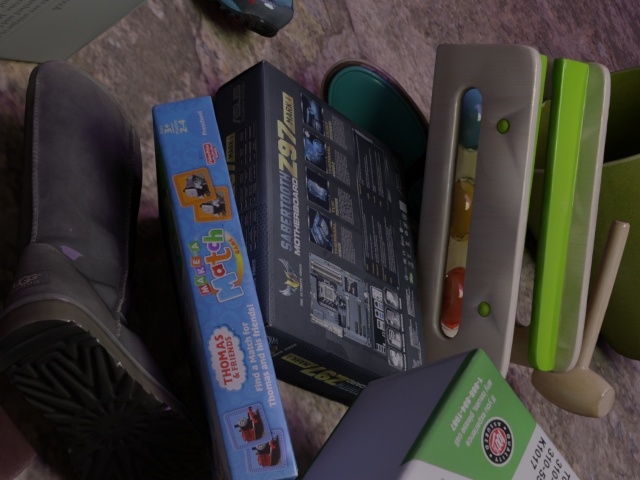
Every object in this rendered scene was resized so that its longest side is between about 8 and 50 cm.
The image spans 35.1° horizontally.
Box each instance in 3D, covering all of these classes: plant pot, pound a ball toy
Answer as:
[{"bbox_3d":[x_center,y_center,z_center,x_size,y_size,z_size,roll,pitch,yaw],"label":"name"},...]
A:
[{"bbox_3d":[0.373,-0.017,1.183,0.294,0.274,0.275,68,29,-22],"label":"plant pot"},{"bbox_3d":[0.171,0.000,0.895,0.208,0.135,0.319,-1,99,-47],"label":"pound a ball toy"}]

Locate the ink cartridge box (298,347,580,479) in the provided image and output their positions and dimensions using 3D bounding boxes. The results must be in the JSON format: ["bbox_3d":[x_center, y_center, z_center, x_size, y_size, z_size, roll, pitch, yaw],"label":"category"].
[{"bbox_3d":[0.100,0.241,0.619,0.278,0.117,0.201,52,45,-11],"label":"ink cartridge box"}]

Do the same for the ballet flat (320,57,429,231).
[{"bbox_3d":[0.081,-0.071,0.952,0.248,0.086,0.086,52,33,-19],"label":"ballet flat"}]

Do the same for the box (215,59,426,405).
[{"bbox_3d":[0.000,0.000,0.786,0.183,0.059,0.233,29,46,-42],"label":"box"}]

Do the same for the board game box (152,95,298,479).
[{"bbox_3d":[-0.060,0.048,0.591,0.039,0.160,0.212,-11,70,-12],"label":"board game box"}]

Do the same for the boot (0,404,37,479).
[{"bbox_3d":[-0.232,0.046,0.387,0.207,0.090,0.248,61,28,1],"label":"boot"}]

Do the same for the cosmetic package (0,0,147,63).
[{"bbox_3d":[-0.191,-0.205,0.572,0.183,0.151,0.151,-9,76,-57],"label":"cosmetic package"}]

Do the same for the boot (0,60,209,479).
[{"bbox_3d":[-0.124,0.023,0.587,0.209,0.076,0.190,-108,180,-49],"label":"boot"}]

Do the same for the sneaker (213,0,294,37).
[{"bbox_3d":[-0.053,-0.299,0.865,0.104,0.125,0.262,19,52,-48],"label":"sneaker"}]
